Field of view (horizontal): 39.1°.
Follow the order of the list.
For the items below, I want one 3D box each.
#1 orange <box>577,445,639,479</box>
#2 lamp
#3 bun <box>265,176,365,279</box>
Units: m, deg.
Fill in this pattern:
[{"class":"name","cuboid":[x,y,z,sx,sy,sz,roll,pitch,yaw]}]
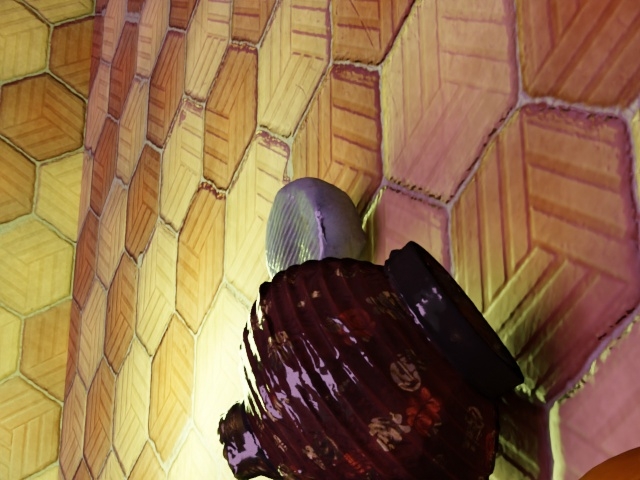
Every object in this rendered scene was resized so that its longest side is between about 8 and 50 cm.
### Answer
[{"class":"orange","cuboid":[0.195,0.195,0.376,0.246,0.246,0.246,-29,57,57]},{"class":"lamp","cuboid":[0.034,0.122,0.717,0.247,0.247,0.246,-29,57,57]},{"class":"bun","cuboid":[0.000,0.000,0.987,0.141,0.083,0.140,1,91,57]}]
